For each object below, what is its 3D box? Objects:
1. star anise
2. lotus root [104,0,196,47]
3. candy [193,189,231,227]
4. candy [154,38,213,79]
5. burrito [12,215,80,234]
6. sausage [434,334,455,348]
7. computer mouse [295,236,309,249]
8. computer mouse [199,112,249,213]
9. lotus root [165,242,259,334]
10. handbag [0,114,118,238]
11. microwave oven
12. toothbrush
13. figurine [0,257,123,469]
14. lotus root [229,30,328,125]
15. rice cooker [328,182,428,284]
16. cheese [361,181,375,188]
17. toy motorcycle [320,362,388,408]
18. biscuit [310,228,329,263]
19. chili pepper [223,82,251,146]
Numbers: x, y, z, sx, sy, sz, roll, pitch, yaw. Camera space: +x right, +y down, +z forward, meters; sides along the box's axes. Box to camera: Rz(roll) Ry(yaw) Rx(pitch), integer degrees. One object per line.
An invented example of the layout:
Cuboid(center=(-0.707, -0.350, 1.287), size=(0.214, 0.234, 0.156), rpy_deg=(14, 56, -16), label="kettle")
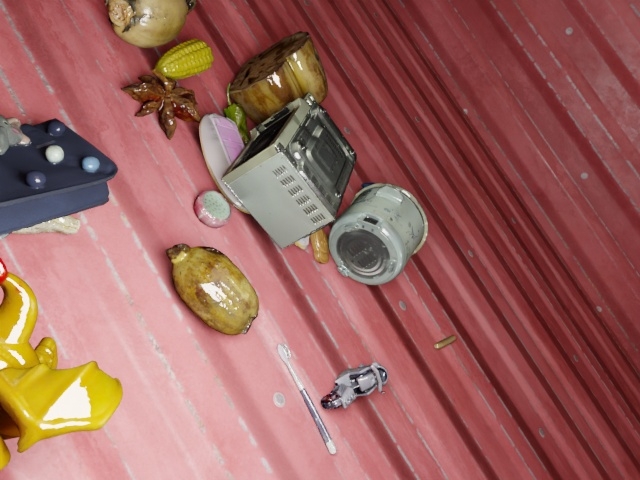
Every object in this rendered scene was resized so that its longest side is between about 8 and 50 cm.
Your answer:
Cuboid(center=(-0.409, -0.374, 1.495), size=(0.196, 0.111, 0.212), rpy_deg=(60, 27, -5), label="star anise")
Cuboid(center=(-0.462, -0.651, 1.590), size=(0.183, 0.182, 0.310), rpy_deg=(50, 36, -5), label="lotus root")
Cuboid(center=(-0.278, -0.080, 1.443), size=(0.103, 0.043, 0.103), rpy_deg=(31, 39, -30), label="candy")
Cuboid(center=(-0.403, -0.513, 1.612), size=(0.199, 0.106, 0.094), rpy_deg=(-45, 116, -50), label="candy")
Cuboid(center=(-0.581, -0.040, 1.071), size=(0.229, 0.063, 0.058), rpy_deg=(-1, 102, -40), label="burrito")
Cuboid(center=(0.419, 0.341, 1.882), size=(0.132, 0.024, 0.024), rpy_deg=(-9, 68, -51), label="sausage")
Cuboid(center=(-0.067, -0.053, 1.649), size=(0.102, 0.044, 0.199), rpy_deg=(35, 38, -26), label="computer mouse")
Cuboid(center=(-0.244, -0.205, 1.541), size=(0.158, 0.071, 0.311), rpy_deg=(1, 64, -64), label="computer mouse")
Cuboid(center=(-0.244, 0.103, 1.259), size=(0.260, 0.128, 0.145), rpy_deg=(45, 47, -9), label="lotus root")
Cuboid(center=(-0.586, -0.147, 1.055), size=(0.269, 0.118, 0.325), rpy_deg=(38, 31, 13), label="handbag")
Cuboid(center=(-0.057, -0.202, 1.527), size=(0.286, 0.218, 0.355), rpy_deg=(50, 32, -19), label="microwave oven")
Cuboid(center=(-0.033, 0.380, 1.354), size=(0.288, 0.024, 0.026), rpy_deg=(61, 23, 12), label="toothbrush")
Cuboid(center=(-0.528, 0.200, 0.754), size=(0.401, 0.268, 0.387), rpy_deg=(53, 21, -18), label="figurine")
Cuboid(center=(-0.105, -0.480, 1.756), size=(0.250, 0.316, 0.316), rpy_deg=(52, 34, -22), label="lotus root")
Cuboid(center=(0.178, -0.025, 1.717), size=(0.264, 0.317, 0.316), rpy_deg=(19, 31, 20), label="rice cooker")
Cuboid(center=(0.241, -0.090, 1.997), size=(0.188, 0.074, 0.286), rpy_deg=(-13, 68, -52), label="cheese")
Cuboid(center=(0.095, 0.370, 1.419), size=(0.215, 0.122, 0.080), rpy_deg=(-26, 96, -53), label="toy motorcycle")
Cuboid(center=(0.001, 0.000, 1.666), size=(0.118, 0.023, 0.140), rpy_deg=(-7, 83, -70), label="biscuit")
Cuboid(center=(-0.249, -0.356, 1.676), size=(0.072, 0.073, 0.204), rpy_deg=(1, 69, -63), label="chili pepper")
